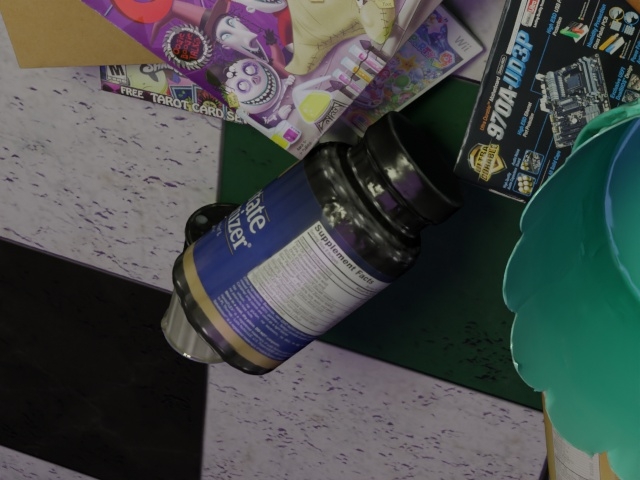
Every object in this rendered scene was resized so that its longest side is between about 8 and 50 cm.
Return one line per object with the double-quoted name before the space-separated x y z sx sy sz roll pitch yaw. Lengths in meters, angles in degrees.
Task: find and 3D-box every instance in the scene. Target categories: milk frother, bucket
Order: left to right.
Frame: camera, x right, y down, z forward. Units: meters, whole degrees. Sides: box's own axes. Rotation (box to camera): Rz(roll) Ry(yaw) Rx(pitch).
"milk frother" -0.080 0.066 1.342 0.129 0.143 0.134 18 135 0
"bucket" 0.273 0.019 0.985 0.281 0.183 0.281 11 116 24

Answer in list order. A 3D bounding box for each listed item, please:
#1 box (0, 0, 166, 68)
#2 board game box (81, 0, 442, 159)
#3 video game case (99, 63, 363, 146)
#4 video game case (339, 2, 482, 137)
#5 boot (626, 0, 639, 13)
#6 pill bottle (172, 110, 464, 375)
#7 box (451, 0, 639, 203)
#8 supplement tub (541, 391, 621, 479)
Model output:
"box" -0.161 -0.208 1.136 0.201 0.021 0.164 0 127 16
"board game box" 0.009 -0.235 1.029 0.208 0.056 0.347 37 122 -8
"video game case" -0.069 -0.185 1.174 0.232 0.042 0.210 15 134 12
"video game case" 0.051 -0.138 1.139 0.122 0.011 0.087 -35 129 21
"boot" 0.137 -0.218 0.956 0.280 0.096 0.264 34 115 -19
"pill bottle" 0.000 0.000 1.170 0.219 0.123 0.123 -38 110 18
"box" 0.208 -0.108 1.110 0.175 0.051 0.220 20 136 7
"supplement tub" 0.261 0.145 1.255 0.144 0.144 0.199 6 132 20
